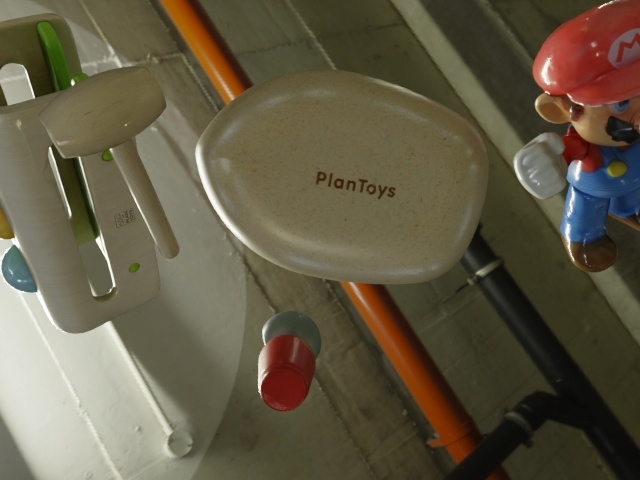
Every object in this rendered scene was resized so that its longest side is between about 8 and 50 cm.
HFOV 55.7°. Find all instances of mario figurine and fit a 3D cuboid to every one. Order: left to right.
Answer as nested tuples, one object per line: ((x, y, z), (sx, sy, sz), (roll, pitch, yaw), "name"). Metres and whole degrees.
((0.300, -0.082, 0.591), (0.198, 0.170, 0.320), (-63, -37, -24), "mario figurine")

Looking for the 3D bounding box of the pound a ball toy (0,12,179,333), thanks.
((-0.221, -0.034, 0.516), (0.136, 0.319, 0.208), (-26, -123, -26), "pound a ball toy")

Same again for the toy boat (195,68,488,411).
((0.000, 0.000, 0.585), (0.267, 0.318, 0.148), (16, -168, -2), "toy boat")
